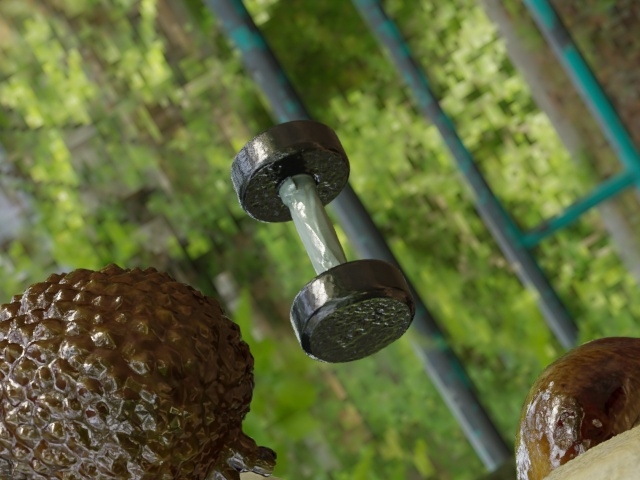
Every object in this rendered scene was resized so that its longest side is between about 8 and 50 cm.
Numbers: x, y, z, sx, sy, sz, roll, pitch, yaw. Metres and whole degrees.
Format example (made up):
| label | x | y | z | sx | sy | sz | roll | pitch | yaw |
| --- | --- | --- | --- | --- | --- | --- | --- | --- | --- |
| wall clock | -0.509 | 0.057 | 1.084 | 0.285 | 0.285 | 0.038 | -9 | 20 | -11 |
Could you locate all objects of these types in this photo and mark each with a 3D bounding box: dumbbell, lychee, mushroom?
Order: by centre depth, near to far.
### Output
| label | x | y | z | sx | sy | sz | roll | pitch | yaw |
| --- | --- | --- | --- | --- | --- | --- | --- | --- | --- |
| lychee | -0.141 | 0.116 | 1.382 | 0.238 | 0.200 | 0.200 | 25 | 170 | 0 |
| dumbbell | 0.000 | 0.000 | 1.549 | 0.100 | 0.100 | 0.191 | 71 | 176 | -55 |
| mushroom | 0.346 | 0.277 | 2.025 | 0.260 | 0.345 | 0.345 | 16 | 144 | 39 |

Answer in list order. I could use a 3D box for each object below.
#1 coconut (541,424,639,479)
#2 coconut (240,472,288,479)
| label | x | y | z | sx | sy | sz | roll | pitch | yaw |
| --- | --- | --- | --- | --- | --- | --- | --- | --- | --- |
| coconut | 0.259 | 0.295 | 1.332 | 0.329 | 0.329 | 0.329 | 57 | 171 | 13 |
| coconut | -0.068 | 0.298 | 1.600 | 0.224 | 0.234 | 0.224 | 56 | 159 | 35 |
